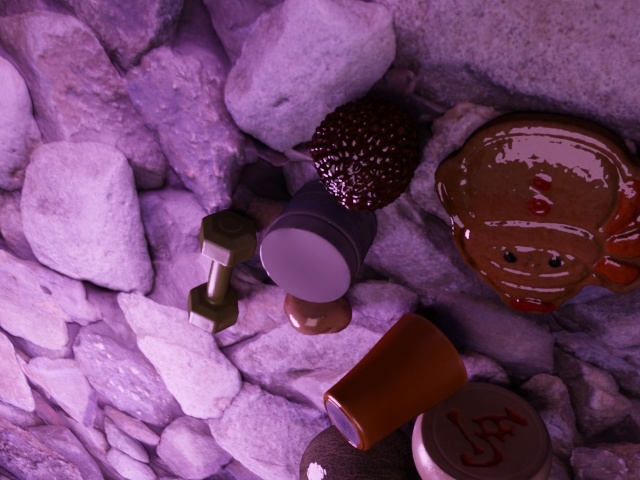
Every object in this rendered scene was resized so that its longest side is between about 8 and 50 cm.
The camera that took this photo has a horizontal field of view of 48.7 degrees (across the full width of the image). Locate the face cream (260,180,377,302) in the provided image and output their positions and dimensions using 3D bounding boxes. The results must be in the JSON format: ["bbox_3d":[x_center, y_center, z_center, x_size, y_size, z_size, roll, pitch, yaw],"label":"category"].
[{"bbox_3d":[0.000,0.000,1.287,0.177,0.153,0.177,16,133,17],"label":"face cream"}]

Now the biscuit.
[{"bbox_3d":[0.364,-0.027,1.144,0.359,0.074,0.381,9,127,23],"label":"biscuit"}]

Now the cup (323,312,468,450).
[{"bbox_3d":[0.137,0.277,1.375,0.182,0.264,0.226,55,159,5],"label":"cup"}]

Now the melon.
[{"bbox_3d":[0.086,0.534,1.627,0.302,0.237,0.237,-18,117,39],"label":"melon"}]

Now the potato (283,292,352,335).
[{"bbox_3d":[-0.007,0.145,1.445,0.147,0.112,0.112,6,129,15],"label":"potato"}]

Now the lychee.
[{"bbox_3d":[0.075,-0.141,1.122,0.188,0.188,0.188,14,132,16],"label":"lychee"}]

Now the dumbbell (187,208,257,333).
[{"bbox_3d":[-0.210,0.070,1.481,0.108,0.121,0.301,46,139,26],"label":"dumbbell"}]

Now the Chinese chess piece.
[{"bbox_3d":[0.313,0.401,1.379,0.273,0.273,0.102,13,132,17],"label":"Chinese chess piece"}]
